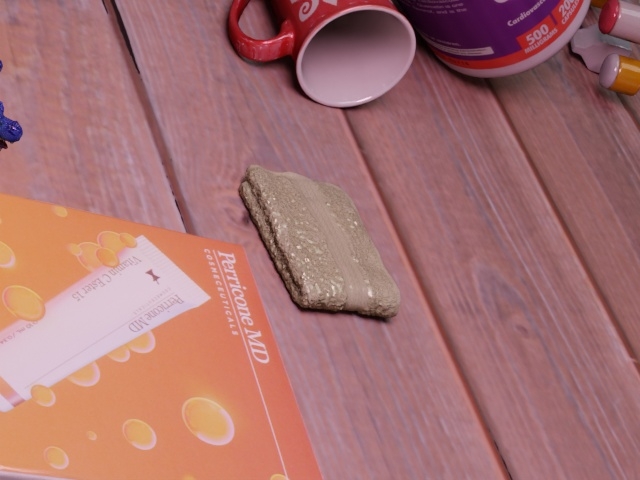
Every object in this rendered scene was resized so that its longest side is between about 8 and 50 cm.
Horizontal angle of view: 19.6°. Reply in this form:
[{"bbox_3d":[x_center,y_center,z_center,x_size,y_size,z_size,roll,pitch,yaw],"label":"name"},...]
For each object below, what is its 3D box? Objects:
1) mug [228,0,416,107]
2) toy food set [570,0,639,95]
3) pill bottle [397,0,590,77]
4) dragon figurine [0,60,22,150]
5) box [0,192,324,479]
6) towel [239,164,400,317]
[{"bbox_3d":[-0.007,-0.223,1.691,0.150,0.113,0.169,15,36,-34],"label":"mug"},{"bbox_3d":[0.296,-0.259,2.030,0.104,0.111,0.232,15,38,-12],"label":"toy food set"},{"bbox_3d":[0.127,-0.303,1.739,0.323,0.181,0.181,47,15,-52],"label":"pill bottle"},{"bbox_3d":[-0.338,-0.094,1.177,0.289,0.144,0.085,14,39,-32],"label":"dragon figurine"},{"bbox_3d":[-0.199,0.101,1.048,0.345,0.168,0.215,12,40,-34],"label":"box"},{"bbox_3d":[0.000,0.000,1.495,0.110,0.027,0.148,8,43,-37],"label":"towel"}]
